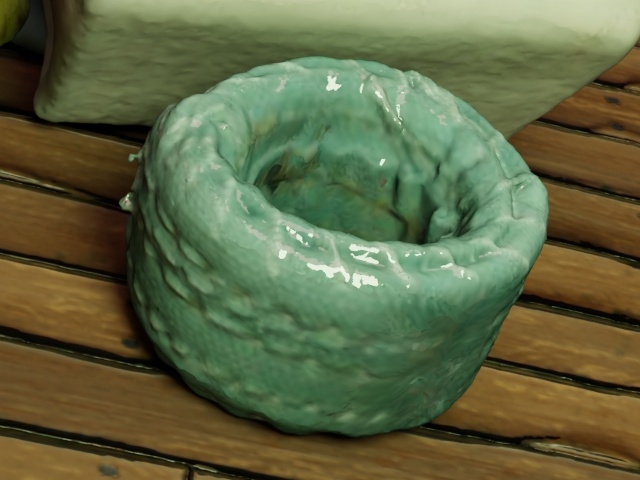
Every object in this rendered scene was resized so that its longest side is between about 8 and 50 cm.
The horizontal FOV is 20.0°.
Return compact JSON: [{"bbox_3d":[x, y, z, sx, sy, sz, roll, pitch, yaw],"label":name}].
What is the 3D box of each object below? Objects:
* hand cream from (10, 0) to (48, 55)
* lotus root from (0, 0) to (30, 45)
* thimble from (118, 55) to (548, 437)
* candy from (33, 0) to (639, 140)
[{"bbox_3d":[-0.229,-0.178,1.177,0.312,0.070,0.111,18,47,-10],"label":"hand cream"},{"bbox_3d":[-0.272,-0.172,1.076,0.203,0.078,0.183,-41,79,-15],"label":"lotus root"},{"bbox_3d":[0.000,0.000,1.028,0.235,0.143,0.198,16,40,-9],"label":"thimble"},{"bbox_3d":[0.004,-0.159,1.117,0.358,0.208,0.145,3,68,-21],"label":"candy"}]
